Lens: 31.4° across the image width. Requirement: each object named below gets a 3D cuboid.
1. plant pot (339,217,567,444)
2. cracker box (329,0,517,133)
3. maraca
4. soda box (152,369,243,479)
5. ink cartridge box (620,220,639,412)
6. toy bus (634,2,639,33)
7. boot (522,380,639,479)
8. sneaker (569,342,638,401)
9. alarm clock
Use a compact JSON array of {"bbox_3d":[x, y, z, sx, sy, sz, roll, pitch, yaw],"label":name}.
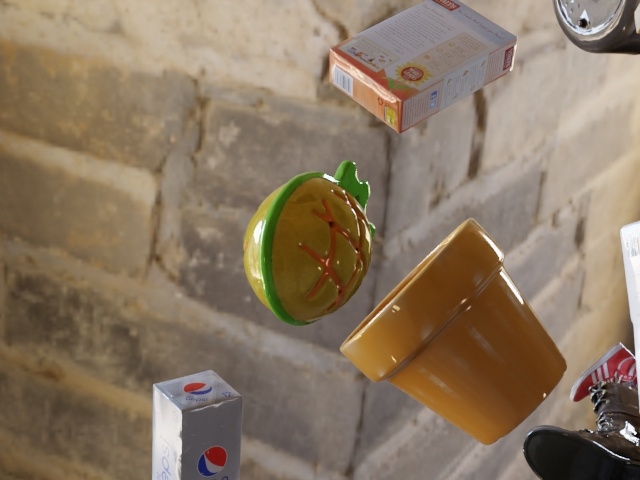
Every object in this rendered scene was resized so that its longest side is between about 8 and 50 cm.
[{"bbox_3d":[0.158,0.112,1.241,0.188,0.205,0.205,45,24,2],"label":"plant pot"},{"bbox_3d":[0.149,-0.262,1.654,0.232,0.067,0.156,-31,53,-26],"label":"cracker box"},{"bbox_3d":[0.000,0.000,0.974,0.099,0.127,0.186,6,22,29],"label":"maraca"},{"bbox_3d":[-0.175,0.333,1.597,0.098,0.286,0.091,-11,25,-32],"label":"soda box"},{"bbox_3d":[0.518,0.074,1.424,0.066,0.261,0.296,9,-18,-33],"label":"ink cartridge box"},{"bbox_3d":[0.245,-0.132,0.681,0.104,0.191,0.202,2,22,-3],"label":"toy bus"},{"bbox_3d":[0.399,0.270,1.587,0.263,0.091,0.229,21,27,-4],"label":"boot"},{"bbox_3d":[0.445,0.219,1.759,0.067,0.118,0.042,44,-4,31],"label":"sneaker"},{"bbox_3d":[0.241,-0.228,0.982,0.064,0.129,0.192,-2,16,-22],"label":"alarm clock"}]
